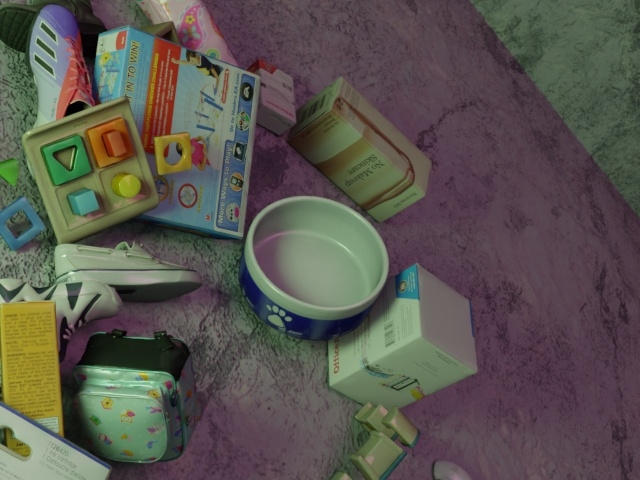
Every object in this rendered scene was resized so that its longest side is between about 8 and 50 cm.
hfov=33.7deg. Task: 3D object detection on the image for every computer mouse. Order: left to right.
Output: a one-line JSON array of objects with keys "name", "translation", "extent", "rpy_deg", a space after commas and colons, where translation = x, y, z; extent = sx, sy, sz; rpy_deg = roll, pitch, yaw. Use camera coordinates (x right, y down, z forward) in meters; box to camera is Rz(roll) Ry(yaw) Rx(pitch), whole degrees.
[{"name": "computer mouse", "translation": [0.298, 0.506, 2.097], "extent": [0.193, 0.042, 0.106], "rpy_deg": [46, 37, -15]}]

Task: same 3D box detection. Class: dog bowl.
[{"name": "dog bowl", "translation": [-0.014, 0.049, 1.934], "extent": [0.265, 0.104, 0.265], "rpy_deg": [10, 49, -11]}]

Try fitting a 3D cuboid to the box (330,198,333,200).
[{"name": "box", "translation": [0.000, 0.000, 2.162], "extent": [0.201, 0.021, 0.164], "rpy_deg": [-14, 74, -55]}]

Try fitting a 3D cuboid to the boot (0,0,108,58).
[{"name": "boot", "translation": [-0.491, -0.408, 1.862], "extent": [0.246, 0.083, 0.161], "rpy_deg": [1, 51, -52]}]

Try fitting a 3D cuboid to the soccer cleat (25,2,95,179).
[{"name": "soccer cleat", "translation": [-0.411, -0.247, 1.716], "extent": [0.109, 0.116, 0.318], "rpy_deg": [15, 66, -46]}]

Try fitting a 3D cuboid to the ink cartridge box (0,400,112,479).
[{"name": "ink cartridge box", "translation": [-0.440, 0.342, 1.263], "extent": [0.304, 0.072, 0.307], "rpy_deg": [38, 48, -23]}]

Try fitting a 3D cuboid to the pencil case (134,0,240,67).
[{"name": "pencil case", "translation": [-0.255, -0.389, 2.078], "extent": [0.124, 0.124, 0.284], "rpy_deg": [-21, 82, -55]}]

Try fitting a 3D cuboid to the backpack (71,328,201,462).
[{"name": "backpack", "translation": [-0.259, 0.237, 1.508], "extent": [0.144, 0.166, 0.188], "rpy_deg": [-78, 165, -47]}]

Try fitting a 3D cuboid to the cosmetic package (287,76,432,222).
[{"name": "cosmetic package", "translation": [0.088, -0.195, 2.316], "extent": [0.296, 0.153, 0.129], "rpy_deg": [39, 40, -22]}]

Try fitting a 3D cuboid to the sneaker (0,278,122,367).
[{"name": "sneaker", "translation": [-0.381, 0.140, 1.523], "extent": [0.235, 0.094, 0.153], "rpy_deg": [11, 60, -52]}]

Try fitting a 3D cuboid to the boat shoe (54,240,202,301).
[{"name": "boat shoe", "translation": [-0.307, 0.046, 1.693], "extent": [0.268, 0.096, 0.088], "rpy_deg": [1, 66, -41]}]

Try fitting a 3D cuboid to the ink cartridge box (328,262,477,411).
[{"name": "ink cartridge box", "translation": [0.151, 0.194, 2.002], "extent": [0.168, 0.233, 0.171], "rpy_deg": [33, 40, -33]}]

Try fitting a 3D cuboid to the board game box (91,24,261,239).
[{"name": "board game box", "translation": [-0.254, -0.175, 1.826], "extent": [0.302, 0.086, 0.308], "rpy_deg": [14, 79, -45]}]

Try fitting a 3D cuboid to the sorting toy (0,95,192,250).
[{"name": "sorting toy", "translation": [-0.343, -0.105, 1.626], "extent": [0.348, 0.047, 0.196], "rpy_deg": [-26, 117, -28]}]

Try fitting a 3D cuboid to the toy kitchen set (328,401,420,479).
[{"name": "toy kitchen set", "translation": [0.088, 0.410, 1.904], "extent": [0.207, 0.166, 0.122], "rpy_deg": [-46, 102, -18]}]

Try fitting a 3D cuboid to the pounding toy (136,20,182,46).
[{"name": "pounding toy", "translation": [-0.322, -0.275, 1.926], "extent": [0.206, 0.094, 0.181], "rpy_deg": [-56, 134, -53]}]

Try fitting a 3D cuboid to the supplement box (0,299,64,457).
[{"name": "supplement box", "translation": [-0.383, 0.196, 1.398], "extent": [0.080, 0.078, 0.233], "rpy_deg": [-5, 88, -21]}]

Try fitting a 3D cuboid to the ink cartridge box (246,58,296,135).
[{"name": "ink cartridge box", "translation": [-0.108, -0.304, 2.245], "extent": [0.099, 0.056, 0.135], "rpy_deg": [27, 44, -36]}]
